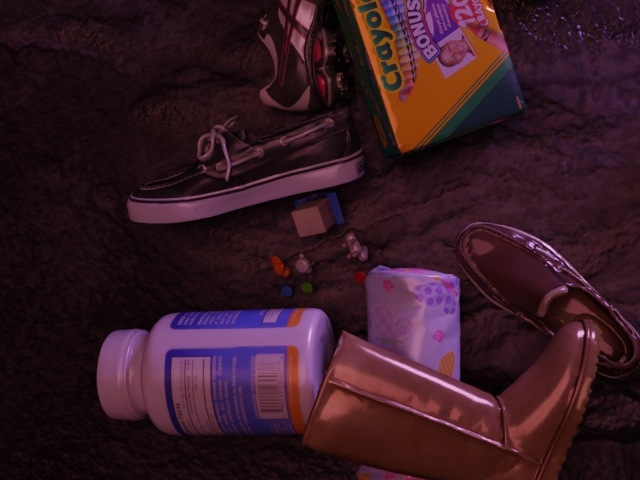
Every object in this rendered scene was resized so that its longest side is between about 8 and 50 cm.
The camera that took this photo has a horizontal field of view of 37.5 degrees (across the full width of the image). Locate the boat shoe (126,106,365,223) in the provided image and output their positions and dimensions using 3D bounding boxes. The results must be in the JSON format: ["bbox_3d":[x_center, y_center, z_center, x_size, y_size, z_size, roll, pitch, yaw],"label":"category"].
[{"bbox_3d":[-0.102,-0.098,1.178,0.306,0.113,0.105,-11,107,11],"label":"boat shoe"}]

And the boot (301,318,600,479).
[{"bbox_3d":[0.142,0.157,1.017,0.269,0.089,0.236,20,84,4],"label":"boot"}]

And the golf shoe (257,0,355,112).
[{"bbox_3d":[-0.026,-0.299,1.202,0.120,0.105,0.273,-3,84,19],"label":"golf shoe"}]

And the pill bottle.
[{"bbox_3d":[-0.125,0.162,1.154,0.272,0.152,0.152,-3,84,13],"label":"pill bottle"}]

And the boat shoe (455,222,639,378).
[{"bbox_3d":[0.268,0.061,1.102,0.257,0.095,0.095,35,93,13],"label":"boat shoe"}]

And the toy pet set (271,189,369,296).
[{"bbox_3d":[0.000,0.000,1.197,0.122,0.065,0.114,-11,106,28],"label":"toy pet set"}]

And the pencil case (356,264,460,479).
[{"bbox_3d":[0.106,0.167,1.122,0.124,0.113,0.273,-2,84,48],"label":"pencil case"}]

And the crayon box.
[{"bbox_3d":[0.116,-0.254,1.120,0.165,0.081,0.279,-20,95,-9],"label":"crayon box"}]
